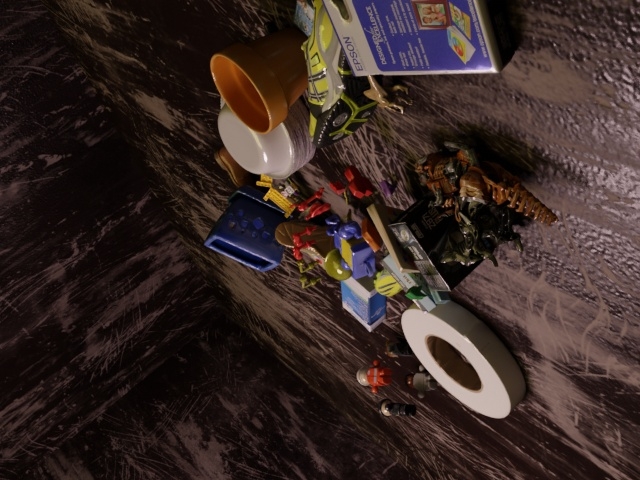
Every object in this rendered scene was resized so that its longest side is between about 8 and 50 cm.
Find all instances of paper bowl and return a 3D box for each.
[{"bbox_3d":[-0.158,-0.290,1.855,0.284,0.148,0.284,37,150,26],"label":"paper bowl"}]

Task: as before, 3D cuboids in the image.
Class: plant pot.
[{"bbox_3d":[-0.228,-0.044,2.341,0.236,0.212,0.236,25,164,-12],"label":"plant pot"},{"bbox_3d":[-0.110,-0.375,1.583,0.205,0.188,0.205,42,159,20],"label":"plant pot"}]

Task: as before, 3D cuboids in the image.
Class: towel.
[{"bbox_3d":[-0.090,-0.162,2.193,0.060,0.009,0.083,50,160,5],"label":"towel"}]

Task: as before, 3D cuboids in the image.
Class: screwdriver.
[{"bbox_3d":[-0.090,-0.445,1.677,0.170,0.024,0.025,58,-170,-40],"label":"screwdriver"}]

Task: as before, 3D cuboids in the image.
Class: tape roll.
[{"bbox_3d":[0.383,0.315,1.922,0.392,0.072,0.392,43,159,21],"label":"tape roll"}]

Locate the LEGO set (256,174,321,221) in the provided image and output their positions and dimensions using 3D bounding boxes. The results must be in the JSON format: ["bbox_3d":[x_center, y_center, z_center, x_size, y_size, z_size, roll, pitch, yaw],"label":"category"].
[{"bbox_3d":[-0.112,-0.188,2.098,0.132,0.107,0.287,-25,103,27],"label":"LEGO set"}]

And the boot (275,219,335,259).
[{"bbox_3d":[0.000,0.000,2.145,0.262,0.095,0.203,14,-175,2],"label":"boot"}]

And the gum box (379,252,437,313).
[{"bbox_3d":[0.236,0.067,1.648,0.157,0.184,0.041,50,125,4],"label":"gum box"}]

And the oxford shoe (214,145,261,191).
[{"bbox_3d":[-0.262,-0.232,2.369,0.076,0.076,0.212,-24,122,29],"label":"oxford shoe"}]

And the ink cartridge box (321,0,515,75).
[{"bbox_3d":[0.127,-0.407,1.114,0.307,0.072,0.304,14,142,45],"label":"ink cartridge box"}]

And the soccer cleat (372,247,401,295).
[{"bbox_3d":[0.214,0.096,1.871,0.121,0.093,0.289,38,158,15],"label":"soccer cleat"}]

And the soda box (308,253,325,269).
[{"bbox_3d":[-0.010,0.023,2.279,0.181,0.058,0.061,42,159,22],"label":"soda box"}]

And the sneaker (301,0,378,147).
[{"bbox_3d":[0.035,-0.343,1.434,0.147,0.145,0.385,51,152,21],"label":"sneaker"}]

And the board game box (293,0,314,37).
[{"bbox_3d":[-0.016,-0.460,1.476,0.090,0.020,0.090,46,160,10],"label":"board game box"}]

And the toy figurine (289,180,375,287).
[{"bbox_3d":[0.061,0.049,1.867,0.217,0.191,0.363,48,153,38],"label":"toy figurine"}]

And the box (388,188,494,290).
[{"bbox_3d":[0.258,-0.007,1.499,0.180,0.147,0.077,55,160,-11],"label":"box"}]

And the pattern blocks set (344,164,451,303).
[{"bbox_3d":[0.176,-0.005,1.578,0.285,0.026,0.325,18,-135,-45],"label":"pattern blocks set"}]

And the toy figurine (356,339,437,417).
[{"bbox_3d":[0.244,0.440,2.243,0.213,0.209,0.148,54,149,-12],"label":"toy figurine"}]

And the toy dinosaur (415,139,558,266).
[{"bbox_3d":[0.293,-0.074,1.323,0.322,0.164,0.218,-121,18,-64],"label":"toy dinosaur"}]

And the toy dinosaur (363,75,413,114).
[{"bbox_3d":[0.125,-0.282,1.371,0.092,0.053,0.183,16,171,21],"label":"toy dinosaur"}]

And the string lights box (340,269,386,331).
[{"bbox_3d":[0.133,0.164,2.191,0.133,0.076,0.260,41,159,26],"label":"string lights box"}]
